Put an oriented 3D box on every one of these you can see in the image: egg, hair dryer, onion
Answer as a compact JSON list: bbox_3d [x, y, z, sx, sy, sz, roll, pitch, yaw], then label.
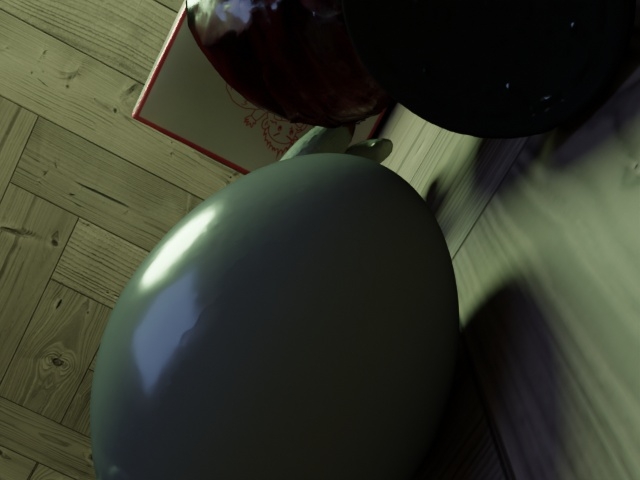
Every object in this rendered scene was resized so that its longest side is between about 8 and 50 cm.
[{"bbox_3d":[-0.017,0.055,0.461,0.232,0.176,0.176,-64,8,-24],"label":"egg"},{"bbox_3d":[0.159,-0.255,0.489,0.320,0.155,0.284,-58,-6,-33],"label":"hair dryer"},{"bbox_3d":[0.015,-0.198,0.691,0.252,0.252,0.219,-64,-32,-12],"label":"onion"}]

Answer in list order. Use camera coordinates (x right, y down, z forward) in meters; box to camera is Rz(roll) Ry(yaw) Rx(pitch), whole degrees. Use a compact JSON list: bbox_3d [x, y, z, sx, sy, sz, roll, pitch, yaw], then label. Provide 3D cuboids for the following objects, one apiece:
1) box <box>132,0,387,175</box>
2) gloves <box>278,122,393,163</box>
[{"bbox_3d":[-0.057,-0.255,1.255,0.312,0.314,0.300,-62,10,11],"label":"box"},{"bbox_3d":[-0.014,-0.001,0.729,0.140,0.131,0.219,33,-118,-77],"label":"gloves"}]
